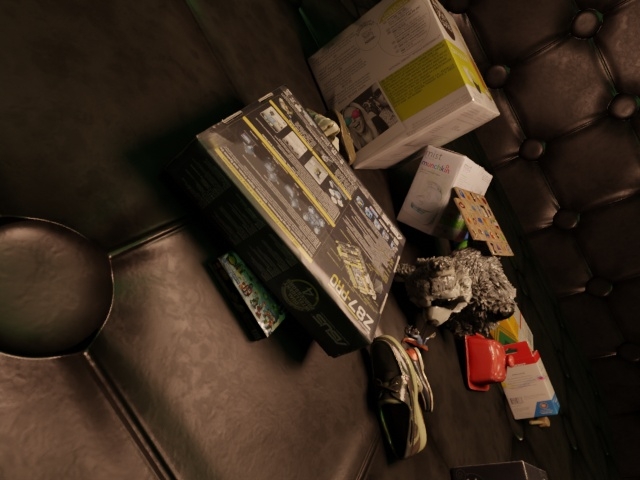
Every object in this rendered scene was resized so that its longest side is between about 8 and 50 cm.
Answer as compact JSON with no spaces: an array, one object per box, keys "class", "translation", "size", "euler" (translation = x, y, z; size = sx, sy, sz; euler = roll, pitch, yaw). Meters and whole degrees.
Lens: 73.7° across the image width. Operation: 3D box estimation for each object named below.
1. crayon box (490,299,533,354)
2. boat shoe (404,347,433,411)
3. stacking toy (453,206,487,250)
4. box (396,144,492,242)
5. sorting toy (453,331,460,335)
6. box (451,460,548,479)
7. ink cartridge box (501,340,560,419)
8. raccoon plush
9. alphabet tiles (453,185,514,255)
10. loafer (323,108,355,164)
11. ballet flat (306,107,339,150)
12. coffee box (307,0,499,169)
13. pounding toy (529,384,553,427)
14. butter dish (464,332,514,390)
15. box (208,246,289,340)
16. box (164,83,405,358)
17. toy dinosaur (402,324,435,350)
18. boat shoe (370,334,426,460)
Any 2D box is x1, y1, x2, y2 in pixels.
[{"class":"crayon box","translation":[0.664,0.281,1.550],"size":[0.323,0.083,0.203],"euler":[59,33,-9]},{"class":"boat shoe","translation":[0.207,0.303,0.924],"size":[0.043,0.049,0.137],"euler":[-10,76,-13]},{"class":"stacking toy","translation":[0.519,0.044,1.481],"size":[0.141,0.141,0.331],"euler":[37,49,-36]},{"class":"box","translation":[0.376,-0.128,1.262],"size":[0.261,0.126,0.231],"euler":[7,107,-52]},{"class":"sorting toy","translation":[0.409,0.238,1.259],"size":[0.083,0.044,0.075],"euler":[23,43,-44]},{"class":"box","translation":[0.385,0.607,0.857],"size":[0.143,0.165,0.271],"euler":[35,43,-37]},{"class":"ink cartridge box","translation":[0.656,0.443,1.380],"size":[0.078,0.134,0.231],"euler":[-2,71,-54]},{"class":"raccoon plush","translation":[0.340,0.045,1.147],"size":[0.299,0.216,0.447],"euler":[40,38,-26]},{"class":"alphabet tiles","translation":[0.433,-0.049,1.145],"size":[0.237,0.009,0.199],"euler":[4,61,-48]},{"class":"loafer","translation":[0.048,-0.253,1.064],"size":[0.050,0.056,0.148],"euler":[-19,95,-58]},{"class":"ballet flat","translation":[0.006,-0.219,0.954],"size":[0.076,0.079,0.222],"euler":[26,48,-43]},{"class":"coffee box","translation":[0.234,-0.420,1.172],"size":[0.337,0.338,0.335],"euler":[-16,81,-58]},{"class":"pounding toy","translation":[0.782,0.571,1.512],"size":[0.206,0.094,0.181],"euler":[57,33,-10]},{"class":"butter dish","translation":[0.484,0.340,1.205],"size":[0.159,0.118,0.160],"euler":[24,62,-45]},{"class":"box","translation":[-0.101,0.070,0.655],"size":[0.137,0.027,0.094],"euler":[59,32,-8]},{"class":"box","translation":[-0.020,-0.052,0.738],"size":[0.395,0.097,0.318],"euler":[50,33,-14]},{"class":"toy dinosaur","translation":[0.229,0.241,1.019],"size":[0.090,0.047,0.082],"euler":[-36,111,-24]},{"class":"boat shoe","translation":[0.139,0.292,0.800],"size":[0.073,0.080,0.224],"euler":[2,72,-60]}]
